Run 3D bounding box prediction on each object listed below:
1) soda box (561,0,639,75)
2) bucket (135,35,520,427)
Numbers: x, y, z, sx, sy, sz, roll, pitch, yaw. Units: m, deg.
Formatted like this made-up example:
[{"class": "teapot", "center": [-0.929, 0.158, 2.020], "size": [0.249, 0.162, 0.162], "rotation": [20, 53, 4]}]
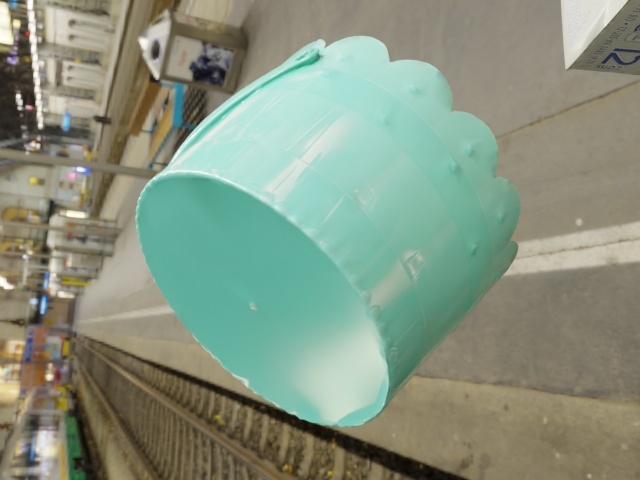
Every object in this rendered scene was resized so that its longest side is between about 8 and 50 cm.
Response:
[{"class": "soda box", "center": [0.182, -0.160, 0.209], "size": [0.286, 0.098, 0.091], "rotation": [108, 165, -73]}, {"class": "bucket", "center": [0.000, 0.000, 0.543], "size": [0.183, 0.281, 0.281], "rotation": [-44, -5, -36]}]
